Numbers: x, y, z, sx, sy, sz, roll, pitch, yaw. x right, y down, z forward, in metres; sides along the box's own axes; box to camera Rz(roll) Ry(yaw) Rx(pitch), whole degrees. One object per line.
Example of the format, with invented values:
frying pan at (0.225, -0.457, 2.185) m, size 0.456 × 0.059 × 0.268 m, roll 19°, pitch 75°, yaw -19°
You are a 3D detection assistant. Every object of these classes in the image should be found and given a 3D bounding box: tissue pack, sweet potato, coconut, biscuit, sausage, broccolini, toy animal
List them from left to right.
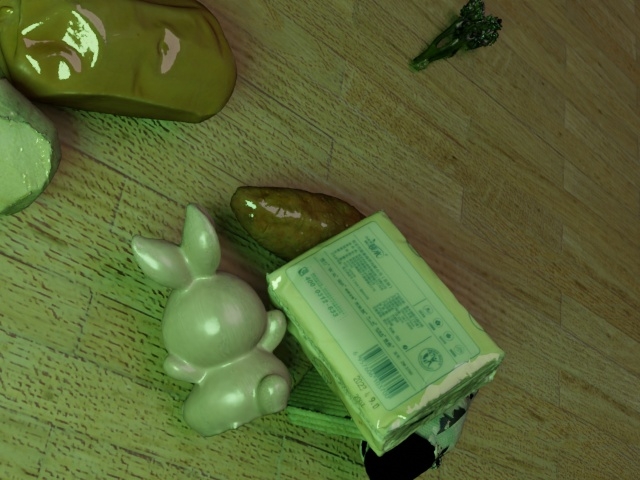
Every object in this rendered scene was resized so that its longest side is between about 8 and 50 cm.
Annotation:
coconut at (-0.275, -0.081, 0.702) m, size 0.124 × 0.110 × 0.110 m, roll 38°, pitch 52°, yaw -35°
sausage at (-0.185, -0.181, 0.820) m, size 0.241 × 0.120 × 0.136 m, roll 9°, pitch 81°, yaw -43°
toy animal at (-0.099, 0.069, 0.819) m, size 0.124 × 0.124 × 0.212 m, roll -24°, pitch 98°, yaw -46°
sweet potato at (0.000, 0.000, 0.959) m, size 0.252 × 0.097 × 0.097 m, roll 21°, pitch 62°, yaw -41°
biscuit at (0.062, 0.136, 0.950) m, size 0.199 × 0.121 × 0.040 m, roll -43°, pitch 125°, yaw -43°
tissue pack at (0.058, 0.084, 0.850) m, size 0.148 × 0.092 × 0.196 m, roll -29°, pitch 66°, yaw -19°
broccolini at (0.188, -0.293, 1.297) m, size 0.201 × 0.058 × 0.074 m, roll -34°, pitch 86°, yaw -30°

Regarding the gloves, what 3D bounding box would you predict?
gloves at (0.110, 0.194, 0.984) m, size 0.111 × 0.127 × 0.212 m, roll 21°, pitch 19°, yaw 5°
